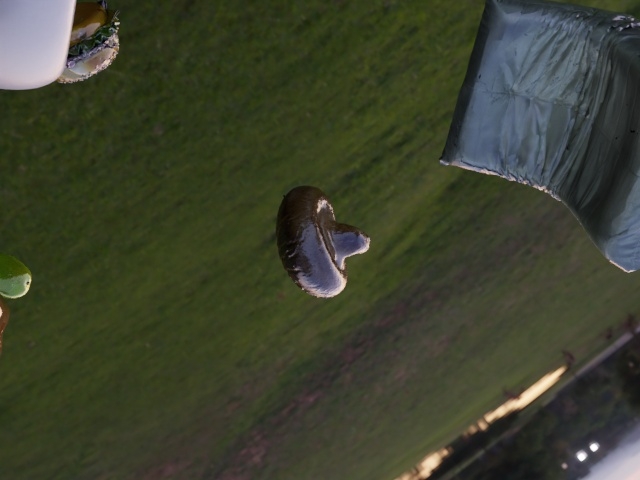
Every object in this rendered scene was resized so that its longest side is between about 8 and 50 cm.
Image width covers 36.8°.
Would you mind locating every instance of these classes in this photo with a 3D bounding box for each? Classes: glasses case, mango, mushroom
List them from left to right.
[{"bbox_3d":[-0.569,0.060,1.716,0.073,0.108,0.056,-65,-173,-24],"label":"mango"},{"bbox_3d":[-0.138,-0.122,0.424,0.063,0.041,0.164,3,151,-18],"label":"glasses case"},{"bbox_3d":[-0.007,0.002,1.057,0.109,0.126,0.085,-8,173,-45],"label":"mushroom"}]

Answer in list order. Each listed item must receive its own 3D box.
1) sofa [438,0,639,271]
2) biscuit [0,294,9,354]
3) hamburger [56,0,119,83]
[{"bbox_3d":[0.250,-0.113,0.940,0.176,0.225,0.210,3,123,-17],"label":"sofa"},{"bbox_3d":[-0.289,-0.029,0.287,0.166,0.342,0.395,-60,179,-16],"label":"biscuit"},{"bbox_3d":[-0.404,-0.325,1.582,0.164,0.189,0.093,-30,128,-14],"label":"hamburger"}]
